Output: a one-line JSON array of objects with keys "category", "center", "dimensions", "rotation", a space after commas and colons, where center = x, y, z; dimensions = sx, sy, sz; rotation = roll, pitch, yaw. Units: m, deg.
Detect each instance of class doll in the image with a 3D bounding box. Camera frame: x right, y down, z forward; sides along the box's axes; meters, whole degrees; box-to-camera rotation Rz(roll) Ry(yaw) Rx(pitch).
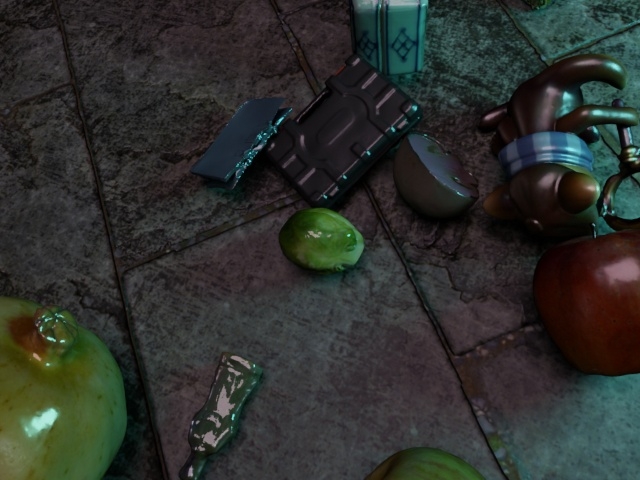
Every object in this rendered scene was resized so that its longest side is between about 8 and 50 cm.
[{"category": "doll", "center": [0.434, -0.153, 1.011], "dimensions": [0.318, 0.209, 0.339], "rotation": [-14, 55, 40]}]

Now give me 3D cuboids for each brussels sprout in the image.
[{"category": "brussels sprout", "center": [-0.002, 0.003, 1.038], "dimensions": [0.155, 0.155, 0.117], "rotation": [36, 111, 23]}]

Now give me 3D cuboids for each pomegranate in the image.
[{"category": "pomegranate", "center": [-0.490, 0.259, 0.851], "dimensions": [0.412, 0.411, 0.411], "rotation": [-4, 64, 8]}]

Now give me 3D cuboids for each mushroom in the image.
[{"category": "mushroom", "center": [0.204, -0.116, 1.064], "dimensions": [0.117, 0.141, 0.188], "rotation": [-43, 55, 27]}]

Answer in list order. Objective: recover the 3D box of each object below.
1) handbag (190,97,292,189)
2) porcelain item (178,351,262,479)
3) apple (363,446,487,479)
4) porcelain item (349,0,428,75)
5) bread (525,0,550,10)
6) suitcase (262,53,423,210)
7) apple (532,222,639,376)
[{"category": "handbag", "center": [-0.161, -0.202, 1.166], "dimensions": [0.144, 0.057, 0.221], "rotation": [14, 63, 52]}, {"category": "porcelain item", "center": [-0.173, 0.302, 0.954], "dimensions": [0.081, 0.069, 0.215], "rotation": [20, 68, 6]}, {"category": "apple", "center": [0.137, 0.414, 0.747], "dimensions": [0.257, 0.257, 0.234], "rotation": [-40, 83, -9]}, {"category": "porcelain item", "center": [0.138, -0.512, 1.171], "dimensions": [0.157, 0.281, 0.285], "rotation": [0, 67, 8]}, {"category": "bread", "center": [0.474, -0.700, 1.196], "dimensions": [0.248, 0.315, 0.279], "rotation": [-34, 54, -9]}, {"category": "suitcase", "center": [0.039, -0.214, 1.126], "dimensions": [0.285, 0.066, 0.206], "rotation": [-44, 64, 6]}, {"category": "apple", "center": [0.440, 0.084, 0.867], "dimensions": [0.234, 0.234, 0.233], "rotation": [-4, 64, 8]}]
